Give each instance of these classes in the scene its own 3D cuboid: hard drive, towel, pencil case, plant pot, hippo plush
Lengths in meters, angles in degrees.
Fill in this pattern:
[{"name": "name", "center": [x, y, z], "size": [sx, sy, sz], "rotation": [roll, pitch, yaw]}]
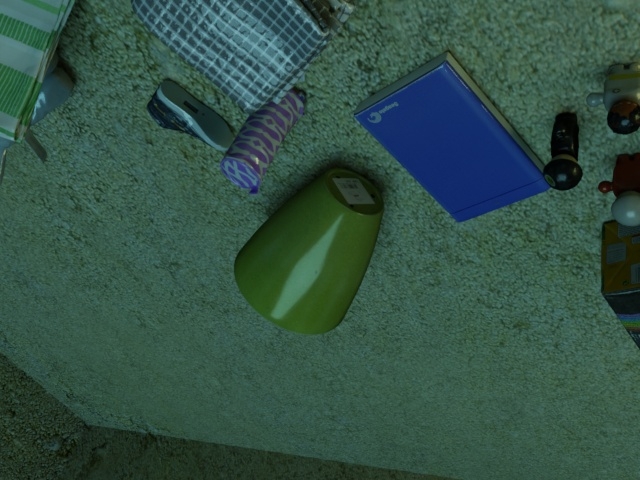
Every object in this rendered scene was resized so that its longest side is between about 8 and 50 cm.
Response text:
[{"name": "hard drive", "center": [0.241, -0.171, 1.204], "size": [0.319, 0.040, 0.210], "rotation": [41, 139, -25]}, {"name": "towel", "center": [-0.586, -0.363, 1.167], "size": [0.248, 0.325, 0.038], "rotation": [20, -178, -1]}, {"name": "pencil case", "center": [-0.103, -0.190, 1.217], "size": [0.086, 0.206, 0.088], "rotation": [6, 146, 40]}, {"name": "plant pot", "center": [0.000, 0.000, 1.383], "size": [0.275, 0.275, 0.293], "rotation": [27, 127, -8]}, {"name": "hippo plush", "center": [-0.668, -0.324, 1.363], "size": [0.236, 0.234, 0.294], "rotation": [34, 145, 28]}, {"name": "towel", "center": [-0.125, -0.357, 1.029], "size": [0.284, 0.121, 0.235], "rotation": [41, 127, -13]}]

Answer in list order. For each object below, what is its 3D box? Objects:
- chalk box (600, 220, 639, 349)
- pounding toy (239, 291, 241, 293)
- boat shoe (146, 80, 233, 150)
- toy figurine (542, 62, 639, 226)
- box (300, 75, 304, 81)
[{"name": "chalk box", "center": [0.663, 0.099, 1.228], "size": [0.180, 0.179, 0.289], "rotation": [-17, 130, 38]}, {"name": "pounding toy", "center": [-0.103, 0.078, 1.597], "size": [0.130, 0.141, 0.100], "rotation": [26, 143, -7]}, {"name": "boat shoe", "center": [-0.264, -0.239, 1.348], "size": [0.183, 0.065, 0.083], "rotation": [41, 141, -15]}, {"name": "toy figurine", "center": [0.478, -0.144, 1.033], "size": [0.213, 0.148, 0.209], "rotation": [29, 143, -9]}, {"name": "box", "center": [-0.104, -0.347, 1.147], "size": [0.178, 0.042, 0.109], "rotation": [15, 143, 7]}]
